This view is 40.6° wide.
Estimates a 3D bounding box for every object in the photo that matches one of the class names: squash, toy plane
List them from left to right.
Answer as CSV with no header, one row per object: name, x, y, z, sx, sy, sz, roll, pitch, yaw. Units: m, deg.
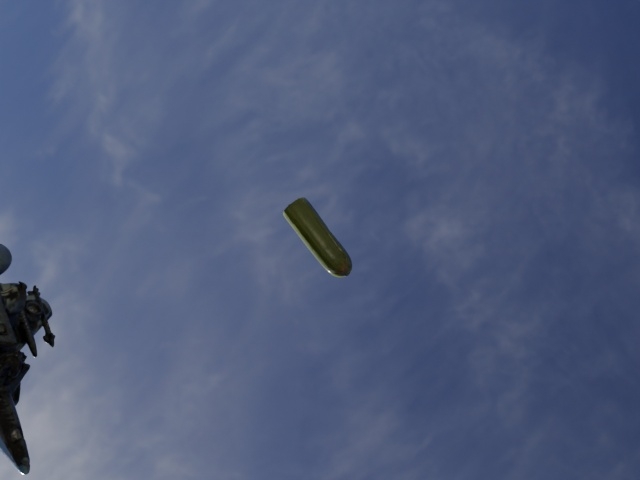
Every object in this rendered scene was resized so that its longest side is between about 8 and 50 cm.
toy plane,-0.271,0.082,0.691,0.246,0.169,0.078,44,-69,39
squash,0.000,0.000,0.789,0.027,0.027,0.083,-38,-105,4
